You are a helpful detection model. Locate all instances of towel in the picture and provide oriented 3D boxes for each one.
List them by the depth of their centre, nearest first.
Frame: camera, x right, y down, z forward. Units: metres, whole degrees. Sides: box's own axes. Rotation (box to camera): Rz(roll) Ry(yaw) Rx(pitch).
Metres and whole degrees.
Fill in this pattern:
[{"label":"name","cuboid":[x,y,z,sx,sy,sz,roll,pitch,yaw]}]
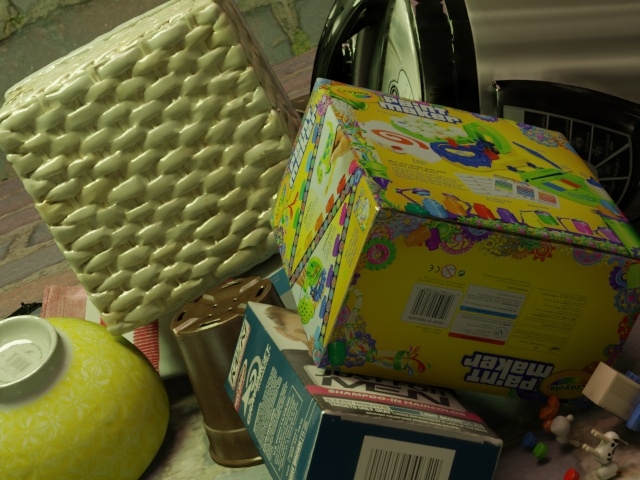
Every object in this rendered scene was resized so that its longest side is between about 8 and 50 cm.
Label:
[{"label":"towel","cuboid":[-0.215,0.108,1.875,0.329,0.037,0.237,-11,33,-1]}]

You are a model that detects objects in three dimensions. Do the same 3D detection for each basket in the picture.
[{"label":"basket","cuboid":[-0.185,-0.105,1.744,0.331,0.328,0.266,-28,14,1]}]

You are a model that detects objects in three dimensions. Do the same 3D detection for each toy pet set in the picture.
[{"label":"toy pet set","cuboid":[0.258,0.171,1.289,0.114,0.065,0.122,-59,15,4]}]

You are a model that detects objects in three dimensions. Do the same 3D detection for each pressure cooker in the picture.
[{"label":"pressure cooker","cuboid":[0.192,-0.176,1.697,0.420,0.370,0.375,-4,-9,-13]}]

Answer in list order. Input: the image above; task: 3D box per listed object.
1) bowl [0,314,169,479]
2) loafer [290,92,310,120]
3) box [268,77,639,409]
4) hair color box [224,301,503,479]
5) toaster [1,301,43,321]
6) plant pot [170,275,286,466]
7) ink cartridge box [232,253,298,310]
[{"label":"bowl","cuboid":[-0.336,0.182,1.646,0.289,0.156,0.289,-10,41,9]},{"label":"loafer","cuboid":[0.055,-0.219,2.278,0.366,0.130,0.134,-2,16,-28]},{"label":"box","cuboid":[0.130,-0.001,1.392,0.290,0.177,0.279,11,28,-18]},{"label":"hair color box","cuboid":[0.028,0.164,1.359,0.174,0.105,0.347,12,10,-17]},{"label":"toaster","cuboid":[-0.401,0.161,2.015,0.185,0.110,0.168,-7,24,41]},{"label":"plant pot","cuboid":[-0.082,0.140,1.589,0.167,0.165,0.167,-22,17,7]},{"label":"ink cartridge box","cuboid":[-0.029,0.087,1.725,0.090,0.143,0.092,-34,17,-1]}]
